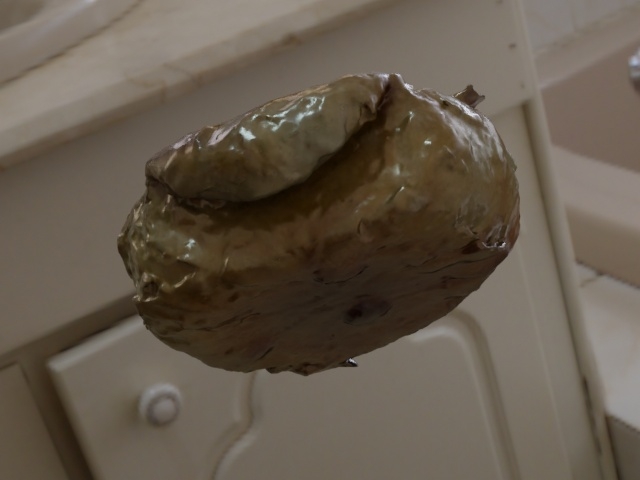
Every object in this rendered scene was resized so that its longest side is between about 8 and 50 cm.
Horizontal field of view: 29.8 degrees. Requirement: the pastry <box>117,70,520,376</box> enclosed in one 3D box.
[{"bbox_3d":[0.000,0.000,0.663,0.218,0.229,0.100,-13,67,-11],"label":"pastry"}]
